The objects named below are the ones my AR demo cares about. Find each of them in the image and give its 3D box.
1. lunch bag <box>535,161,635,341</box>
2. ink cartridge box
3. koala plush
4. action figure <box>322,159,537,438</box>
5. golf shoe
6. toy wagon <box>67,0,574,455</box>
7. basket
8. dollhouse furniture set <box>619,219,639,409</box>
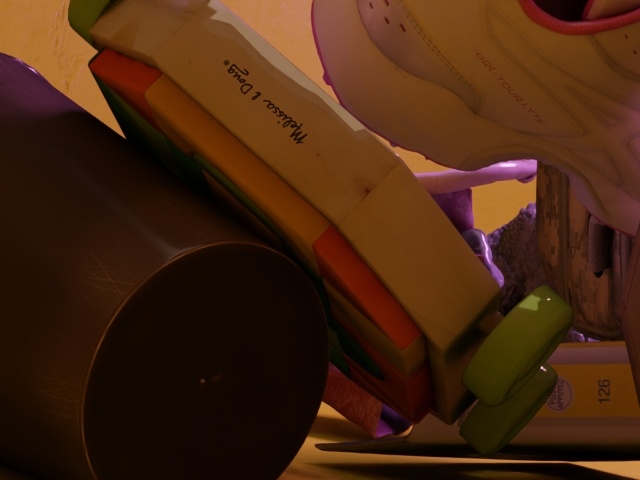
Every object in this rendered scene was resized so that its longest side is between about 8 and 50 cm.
[{"bbox_3d":[0.296,-0.027,1.036,0.305,0.213,0.256,-2,17,-1],"label":"lunch bag"},{"bbox_3d":[0.208,0.104,1.030,0.307,0.072,0.303,-2,-9,39],"label":"ink cartridge box"},{"bbox_3d":[0.231,0.088,1.527,0.196,0.203,0.221,9,-12,42],"label":"koala plush"},{"bbox_3d":[-0.056,0.003,1.252,0.370,0.276,0.248,22,8,8],"label":"action figure"},{"bbox_3d":[0.151,-0.082,0.806,0.306,0.115,0.140,14,-40,-29],"label":"golf shoe"},{"bbox_3d":[0.000,0.000,0.843,0.267,0.068,0.344,42,-10,16],"label":"toy wagon"},{"bbox_3d":[-0.114,0.033,0.786,0.154,0.204,0.227,-5,19,-38],"label":"basket"},{"bbox_3d":[0.349,-0.015,0.697,0.394,0.257,0.362,7,29,-1],"label":"dollhouse furniture set"}]
